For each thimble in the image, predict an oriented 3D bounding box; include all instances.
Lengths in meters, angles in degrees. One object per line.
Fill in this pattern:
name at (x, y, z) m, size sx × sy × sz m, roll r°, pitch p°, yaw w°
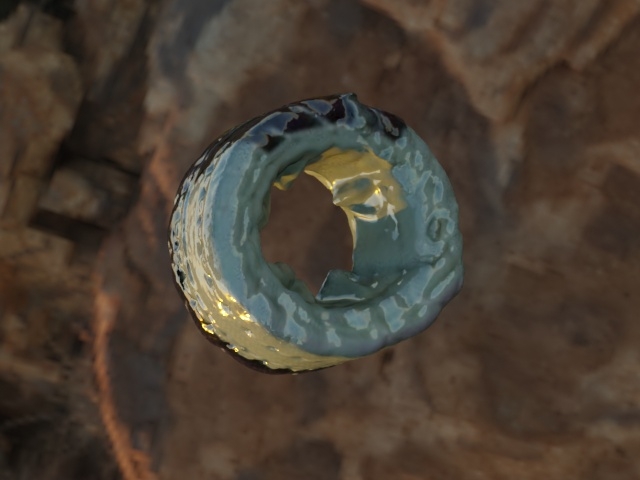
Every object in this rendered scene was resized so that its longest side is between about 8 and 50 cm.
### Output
thimble at (0.000, 0.000, 1.455) m, size 0.150 × 0.237 × 0.237 m, roll -16°, pitch 62°, yaw 65°
